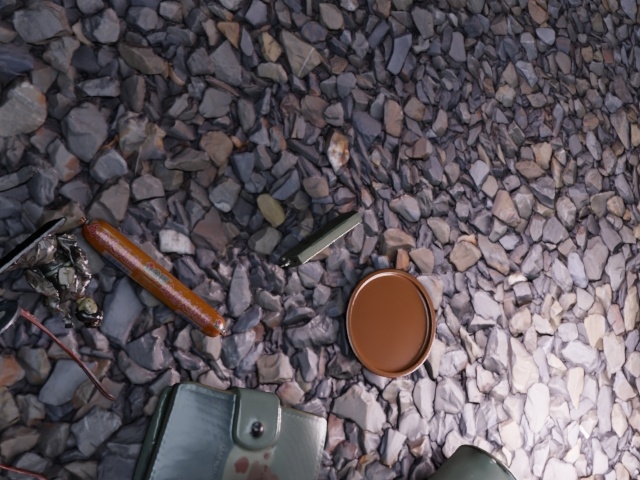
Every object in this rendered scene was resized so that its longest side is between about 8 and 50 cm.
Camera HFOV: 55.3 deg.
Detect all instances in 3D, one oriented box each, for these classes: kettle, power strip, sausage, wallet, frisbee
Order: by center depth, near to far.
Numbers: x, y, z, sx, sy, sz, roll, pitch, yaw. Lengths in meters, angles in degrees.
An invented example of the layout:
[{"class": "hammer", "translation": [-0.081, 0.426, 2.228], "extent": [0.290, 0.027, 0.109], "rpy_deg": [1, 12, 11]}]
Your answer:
[{"class": "sausage", "translation": [-0.310, 0.074, 1.149], "extent": [0.347, 0.053, 0.053], "rpy_deg": [42, 65, -16]}, {"class": "wallet", "translation": [-0.155, 0.410, 1.166], "extent": [0.360, 0.083, 0.253], "rpy_deg": [20, 78, -26]}, {"class": "kettle", "translation": [0.284, 0.635, 1.298], "extent": [0.318, 0.205, 0.265], "rpy_deg": [-35, 96, -31]}, {"class": "power strip", "translation": [0.000, 0.000, 1.314], "extent": [0.226, 0.080, 0.029], "rpy_deg": [-35, 104, -27]}, {"class": "frisbee", "translation": [0.163, 0.188, 1.405], "extent": [0.250, 0.021, 0.251], "rpy_deg": [5, 79, -28]}]

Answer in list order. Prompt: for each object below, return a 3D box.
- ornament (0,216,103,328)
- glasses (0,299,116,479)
[{"class": "ornament", "translation": [-0.438, 0.079, 1.040], "extent": [0.166, 0.153, 0.196], "rpy_deg": [-47, 114, -25]}, {"class": "glasses", "translation": [-0.515, 0.259, 1.021], "extent": [0.234, 0.118, 0.268], "rpy_deg": [-54, 127, -26]}]
